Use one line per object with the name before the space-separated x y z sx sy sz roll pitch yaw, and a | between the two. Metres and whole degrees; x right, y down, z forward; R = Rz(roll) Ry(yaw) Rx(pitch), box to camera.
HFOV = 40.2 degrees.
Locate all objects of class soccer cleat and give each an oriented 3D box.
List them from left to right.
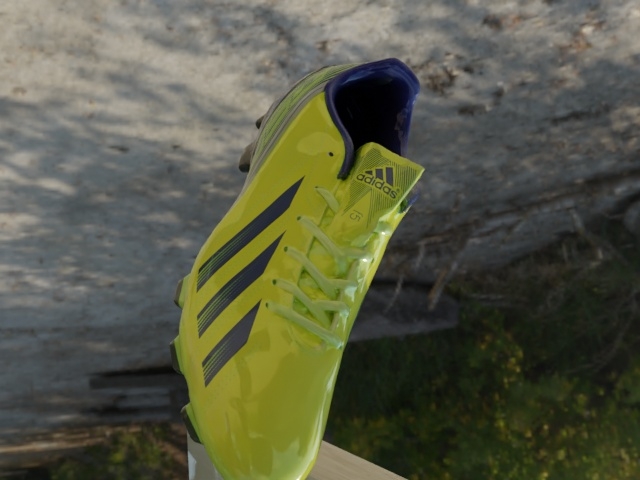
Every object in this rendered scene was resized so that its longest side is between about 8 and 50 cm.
soccer cleat | -0.001 -0.001 0.487 0.121 0.289 0.093 -23 129 33

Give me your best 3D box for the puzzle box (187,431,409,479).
puzzle box | 0.046 0.326 0.777 0.408 0.272 0.052 18 -152 32
